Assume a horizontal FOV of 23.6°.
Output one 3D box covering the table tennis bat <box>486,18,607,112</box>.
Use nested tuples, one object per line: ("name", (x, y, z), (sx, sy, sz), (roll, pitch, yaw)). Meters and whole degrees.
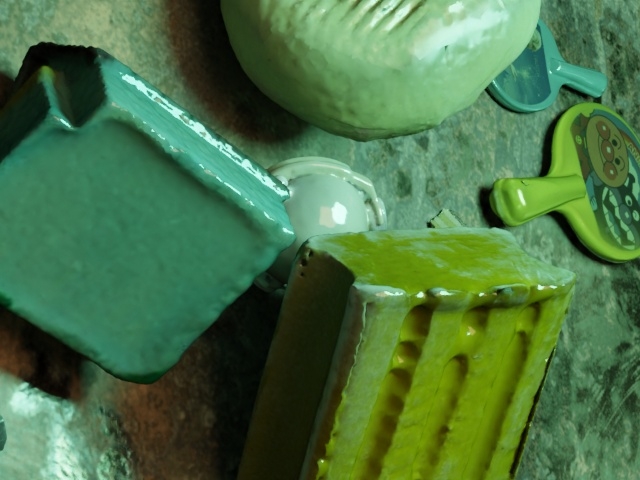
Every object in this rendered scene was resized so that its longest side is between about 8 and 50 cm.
("table tennis bat", (0.293, -0.233, 2.037), (0.237, 0.038, 0.149), (13, 69, -36))

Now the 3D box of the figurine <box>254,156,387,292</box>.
("figurine", (0.001, 0.002, 1.604), (0.237, 0.162, 0.141), (49, 8, -36))

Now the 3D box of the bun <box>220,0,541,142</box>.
("bun", (0.064, -0.256, 1.704), (0.361, 0.213, 0.361), (2, 51, -3))

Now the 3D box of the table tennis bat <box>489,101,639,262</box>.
("table tennis bat", (0.345, -0.073, 2.026), (0.368, 0.054, 0.224), (-10, 83, -47))

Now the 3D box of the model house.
("model house", (-0.205, -0.057, 1.447), (0.280, 0.230, 0.249), (38, 13, -31))

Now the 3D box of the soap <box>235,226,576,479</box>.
("soap", (0.081, 0.162, 1.535), (0.293, 0.156, 0.335), (-3, 118, -35))

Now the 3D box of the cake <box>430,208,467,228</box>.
("cake", (0.168, 0.022, 1.852), (0.052, 0.065, 0.121), (-24, 71, -43))

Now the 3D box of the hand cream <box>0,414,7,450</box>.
("hand cream", (-0.392, 0.193, 1.276), (0.276, 0.059, 0.095), (-16, 86, -39))
